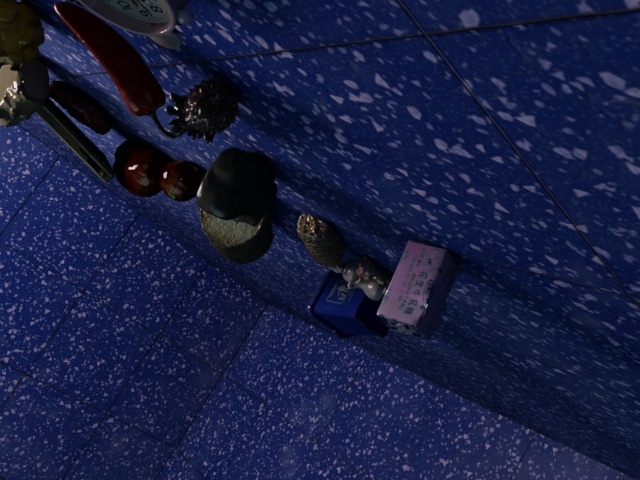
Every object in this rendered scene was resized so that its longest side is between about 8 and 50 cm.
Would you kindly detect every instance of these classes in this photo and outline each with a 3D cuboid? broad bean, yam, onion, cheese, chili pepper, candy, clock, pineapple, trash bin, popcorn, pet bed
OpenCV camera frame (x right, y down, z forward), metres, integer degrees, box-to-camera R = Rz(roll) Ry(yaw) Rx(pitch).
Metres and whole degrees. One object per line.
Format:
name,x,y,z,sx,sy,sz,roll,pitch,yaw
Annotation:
broad bean,-0.505,-0.200,1.884,0.229,0.122,0.156,18,144,43
yam,-0.203,-0.039,1.684,0.168,0.168,0.304,31,170,6
onion,-0.357,-0.157,1.739,0.119,0.118,0.117,36,135,-15
cheese,-0.741,-0.359,1.658,0.091,0.175,0.202,21,136,-42
chili pepper,-0.315,-0.274,1.081,0.063,0.071,0.272,-21,111,45
candy,0.176,0.087,1.197,0.092,0.160,0.073,13,162,41
clock,-0.226,-0.310,0.793,0.156,0.063,0.229,11,162,28
pineapple,-0.193,-0.212,1.106,0.103,0.083,0.221,20,173,-20
trash bin,0.101,0.177,1.802,0.184,0.162,0.234,37,162,-24
popcorn,-0.594,-0.392,1.275,0.149,0.152,0.167,-5,-169,6
pet bed,-0.635,-0.349,1.792,0.201,0.053,0.201,36,172,6

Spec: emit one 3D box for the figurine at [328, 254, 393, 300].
figurine,0.099,0.068,1.589,0.146,0.081,0.098,37,125,2

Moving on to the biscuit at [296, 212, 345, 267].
biscuit,0.000,0.000,1.531,0.082,0.070,0.168,18,161,24

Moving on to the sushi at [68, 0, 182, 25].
sushi,-0.391,-0.396,0.903,0.320,0.068,0.339,24,166,34

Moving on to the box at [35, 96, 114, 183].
box,-0.670,-0.285,1.836,0.270,0.045,0.211,51,176,-32

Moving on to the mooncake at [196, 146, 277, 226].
mooncake,-0.162,-0.092,1.327,0.104,0.175,0.168,33,127,16
